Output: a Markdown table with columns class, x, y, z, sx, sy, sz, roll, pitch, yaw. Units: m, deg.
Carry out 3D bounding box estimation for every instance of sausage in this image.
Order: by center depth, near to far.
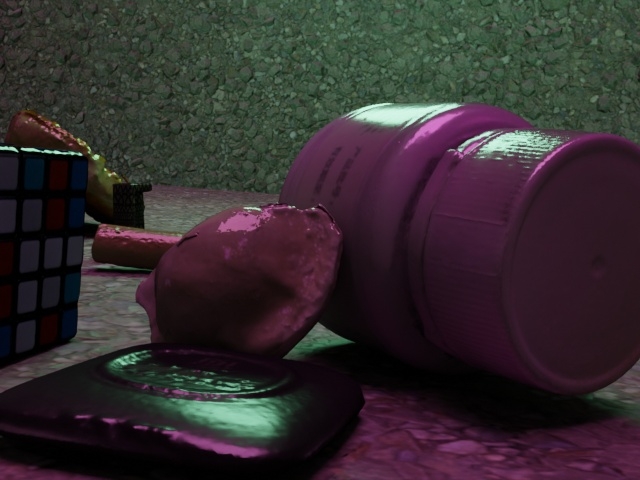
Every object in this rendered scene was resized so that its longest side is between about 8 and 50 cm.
| class | x | y | z | sx | sy | sz | roll | pitch | yaw |
| --- | --- | --- | --- | --- | --- | --- | --- | --- | --- |
| sausage | -0.171 | 0.016 | 1.215 | 0.301 | 0.066 | 0.066 | 3 | 7 | -8 |

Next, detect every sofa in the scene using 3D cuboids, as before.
| class | x | y | z | sx | sy | sz | roll | pitch | yaw |
| --- | --- | --- | --- | --- | --- | --- | --- | --- | --- |
| sofa | -0.292 | -0.031 | 1.316 | 0.039 | 0.118 | 0.060 | 4 | 7 | 23 |

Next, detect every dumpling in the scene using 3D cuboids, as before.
| class | x | y | z | sx | sy | sz | roll | pitch | yaw |
| --- | --- | --- | --- | --- | --- | --- | --- | --- | --- |
| dumpling | -0.069 | 0.046 | 0.705 | 0.199 | 0.136 | 0.118 | -18 | -13 | 23 |

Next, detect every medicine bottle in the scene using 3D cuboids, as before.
| class | x | y | z | sx | sy | sz | roll | pitch | yaw |
| --- | --- | --- | --- | --- | --- | --- | --- | --- | --- |
| medicine bottle | 0.125 | 0.000 | 0.744 | 0.241 | 0.241 | 0.302 | 0 | 8 | -31 |

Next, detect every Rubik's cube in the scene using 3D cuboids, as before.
| class | x | y | z | sx | sy | sz | roll | pitch | yaw |
| --- | --- | --- | --- | --- | --- | --- | --- | --- | --- |
| Rubik's cube | -0.327 | 0.002 | 0.726 | 0.182 | 0.184 | 0.187 | 5 | 8 | 15 |

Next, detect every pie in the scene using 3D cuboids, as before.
| class | x | y | z | sx | sy | sz | roll | pitch | yaw |
| --- | --- | --- | --- | --- | --- | --- | --- | --- | --- |
| pie | -0.479 | -0.123 | 1.634 | 0.315 | 0.092 | 0.315 | 32 | -17 | 11 |

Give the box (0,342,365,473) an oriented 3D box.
| class | x | y | z | sx | sy | sz | roll | pitch | yaw |
| --- | --- | --- | --- | --- | --- | --- | --- | --- | --- |
| box | -0.087 | 0.107 | 0.570 | 0.212 | 0.042 | 0.201 | 6 | 5 | 16 |
